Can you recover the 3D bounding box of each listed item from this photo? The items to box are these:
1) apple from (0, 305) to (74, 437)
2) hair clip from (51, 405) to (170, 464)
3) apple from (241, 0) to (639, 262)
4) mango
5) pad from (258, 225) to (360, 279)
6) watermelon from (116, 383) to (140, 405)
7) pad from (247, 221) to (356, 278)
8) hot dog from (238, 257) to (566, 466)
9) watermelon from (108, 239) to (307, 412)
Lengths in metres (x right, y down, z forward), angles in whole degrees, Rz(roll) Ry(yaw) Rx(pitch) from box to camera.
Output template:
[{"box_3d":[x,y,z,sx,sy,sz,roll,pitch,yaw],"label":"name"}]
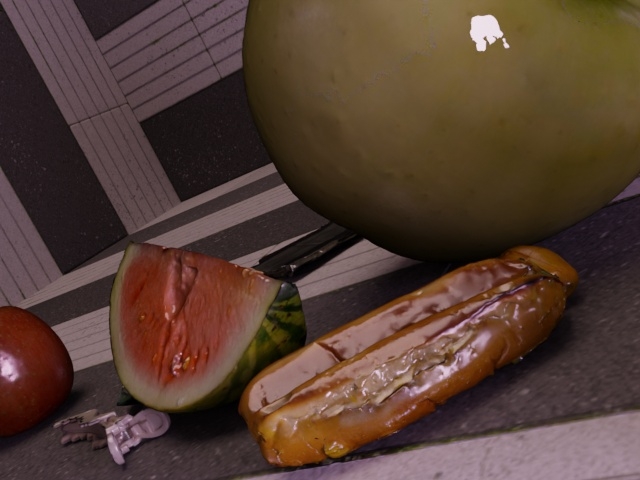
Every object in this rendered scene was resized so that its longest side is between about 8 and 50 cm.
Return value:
[{"box_3d":[-0.438,0.181,1.095,0.181,0.168,0.181,-30,6,4],"label":"apple"},{"box_3d":[-0.234,0.203,0.865,0.072,0.034,0.226,-29,9,-33],"label":"hair clip"},{"box_3d":[0.131,-0.199,0.828,0.474,0.473,0.473,-26,11,5],"label":"apple"},{"box_3d":[0.183,0.030,0.670,0.060,0.046,0.089,-30,16,-19],"label":"mango"},{"box_3d":[0.047,-0.022,1.331,0.330,0.004,0.220,-27,11,-2],"label":"pad"},{"box_3d":[-0.201,0.155,0.922,0.101,0.080,0.155,-28,20,14],"label":"watermelon"},{"box_3d":[0.000,0.001,1.271,0.233,0.022,0.174,-31,11,-27],"label":"pad"},{"box_3d":[0.065,0.089,0.599,0.269,0.072,0.115,-25,10,-1],"label":"hot dog"},{"box_3d":[-0.108,0.100,0.822,0.128,0.159,0.304,17,-5,-39],"label":"watermelon"}]
